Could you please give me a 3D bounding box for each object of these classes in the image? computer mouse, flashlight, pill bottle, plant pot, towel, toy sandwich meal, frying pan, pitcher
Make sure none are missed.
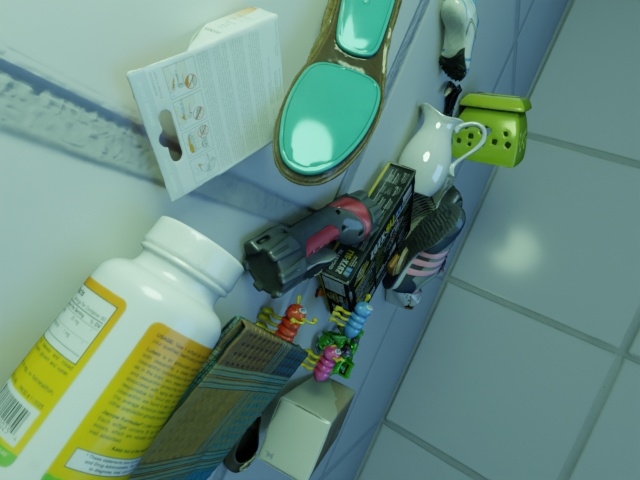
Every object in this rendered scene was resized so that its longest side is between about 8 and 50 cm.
[{"bbox_3d":[0.344,-0.316,1.163,0.262,0.060,0.183,-57,155,-38],"label":"computer mouse"},{"bbox_3d":[0.000,0.000,0.735,0.304,0.103,0.103,-37,146,-50],"label":"flashlight"},{"bbox_3d":[-0.183,0.103,0.407,0.245,0.137,0.136,-58,155,-16],"label":"pill bottle"},{"bbox_3d":[0.565,-0.375,1.407,0.227,0.229,0.206,-30,131,-53],"label":"plant pot"},{"bbox_3d":[-0.182,0.282,0.617,0.370,0.040,0.271,-50,154,-8],"label":"towel"},{"bbox_3d":[0.199,0.052,1.095,0.085,0.029,0.085,-55,158,-35],"label":"toy sandwich meal"},{"bbox_3d":[0.330,-0.003,1.217,0.325,0.053,0.197,-66,153,-4],"label":"frying pan"},{"bbox_3d":[0.289,-0.207,1.040,0.125,0.178,0.206,-3,114,-69],"label":"pitcher"}]

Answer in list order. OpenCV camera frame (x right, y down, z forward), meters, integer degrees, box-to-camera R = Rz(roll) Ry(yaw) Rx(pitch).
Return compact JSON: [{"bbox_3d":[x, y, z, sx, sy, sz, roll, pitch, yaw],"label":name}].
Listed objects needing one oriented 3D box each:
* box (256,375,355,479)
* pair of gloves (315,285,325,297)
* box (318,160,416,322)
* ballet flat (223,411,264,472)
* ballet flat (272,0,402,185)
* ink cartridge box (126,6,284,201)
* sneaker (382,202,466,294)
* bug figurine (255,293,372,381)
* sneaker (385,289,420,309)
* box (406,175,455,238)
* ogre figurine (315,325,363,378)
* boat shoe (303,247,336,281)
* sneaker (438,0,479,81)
[{"bbox_3d":[-0.020,0.429,1.016,0.147,0.121,0.311,-68,164,0],"label":"box"},{"bbox_3d":[0.018,0.089,0.965,0.074,0.010,0.083,-12,122,-61],"label":"pair of gloves"},{"bbox_3d":[0.120,0.015,1.008,0.321,0.080,0.257,-57,156,-22],"label":"box"},{"bbox_3d":[-0.146,0.390,0.850,0.084,0.058,0.249,-32,140,-50],"label":"ballet flat"},{"bbox_3d":[0.023,-0.204,0.553,0.124,0.116,0.341,121,-16,-72],"label":"ballet flat"},{"bbox_3d":[-0.113,-0.145,0.454,0.179,0.045,0.145,-38,146,-30],"label":"ink cartridge box"},{"bbox_3d":[0.300,0.031,1.142,0.319,0.131,0.112,-53,-153,39],"label":"sneaker"},{"bbox_3d":[-0.009,0.200,0.841,0.279,0.072,0.216,6,116,-45],"label":"bug figurine"},{"bbox_3d":[0.286,0.145,1.435,0.105,0.123,0.290,-54,153,-20],"label":"sneaker"},{"bbox_3d":[0.287,-0.071,1.248,0.094,0.113,0.274,-15,124,-60],"label":"box"},{"bbox_3d":[0.047,0.294,1.118,0.197,0.097,0.118,2,99,-76],"label":"ogre figurine"},{"bbox_3d":[-0.015,0.049,0.815,0.125,0.046,0.038,-28,136,-50],"label":"boat shoe"},{"bbox_3d":[0.324,-0.466,0.978,0.086,0.085,0.237,-44,152,-9],"label":"sneaker"}]
